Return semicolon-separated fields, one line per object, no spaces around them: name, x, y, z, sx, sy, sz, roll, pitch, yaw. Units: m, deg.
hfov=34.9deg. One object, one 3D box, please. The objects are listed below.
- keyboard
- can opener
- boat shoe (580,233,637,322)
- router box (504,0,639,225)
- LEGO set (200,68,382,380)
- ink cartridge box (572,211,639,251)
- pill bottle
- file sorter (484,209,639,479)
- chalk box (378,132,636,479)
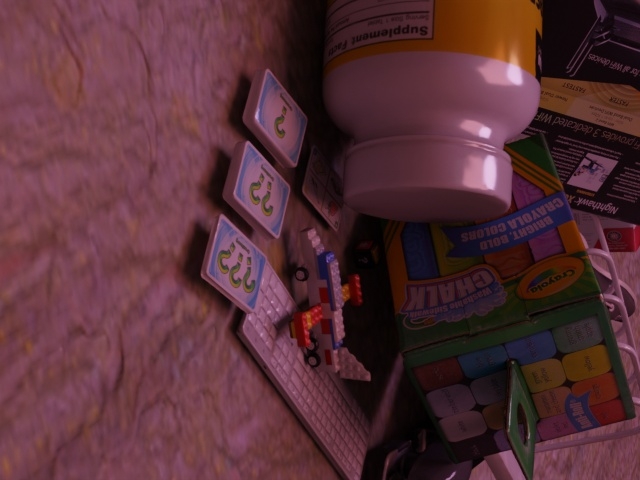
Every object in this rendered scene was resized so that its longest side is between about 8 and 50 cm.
keyboard;-0.006;0.123;0.885;0.256;0.014;0.072;60;40;-42
can opener;0.141;0.229;1.067;0.283;0.095;0.076;-9;98;-61
boat shoe;0.363;0.069;1.477;0.335;0.112;0.095;36;76;-49
router box;0.285;-0.154;1.059;0.309;0.243;0.081;12;34;-25
LEGO set;0.000;0.000;0.845;0.244;0.060;0.182;49;48;-52
ink cartridge box;0.414;-0.084;1.531;0.127;0.128;0.176;-39;124;-55
pill bottle;0.098;-0.191;0.887;0.188;0.188;0.333;21;70;-60
file sorter;0.258;0.124;1.124;0.193;0.173;0.277;59;22;-44
chalk box;0.171;0.075;0.935;0.289;0.179;0.180;-97;164;-46
